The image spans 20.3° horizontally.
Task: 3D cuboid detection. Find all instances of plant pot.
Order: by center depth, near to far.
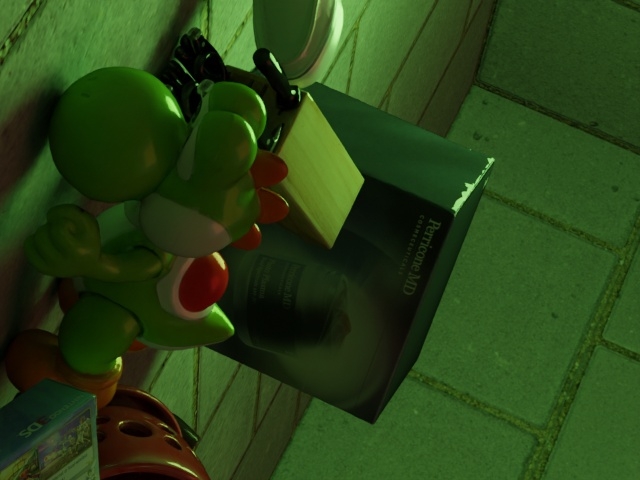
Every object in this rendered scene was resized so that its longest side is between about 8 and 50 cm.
[{"bbox_3d":[-0.204,0.247,1.722,0.191,0.191,0.174,-69,-153,19],"label":"plant pot"}]

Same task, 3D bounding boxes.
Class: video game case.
[{"bbox_3d":[-0.279,0.277,1.437,0.269,0.061,0.244,-35,135,-48],"label":"video game case"}]

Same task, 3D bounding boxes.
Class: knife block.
[{"bbox_3d":[-0.043,-0.096,1.720,0.088,0.275,0.242,-63,-159,-13],"label":"knife block"}]

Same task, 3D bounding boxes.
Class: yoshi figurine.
[{"bbox_3d":[-0.173,-0.022,1.498,0.203,0.203,0.362,-6,147,-34],"label":"yoshi figurine"}]

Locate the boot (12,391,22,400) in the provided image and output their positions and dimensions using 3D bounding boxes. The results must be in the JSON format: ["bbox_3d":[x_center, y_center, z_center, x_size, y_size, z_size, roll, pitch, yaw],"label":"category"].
[{"bbox_3d":[-0.307,0.276,1.569,0.207,0.090,0.248,-51,159,-54],"label":"boot"}]

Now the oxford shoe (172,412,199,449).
[{"bbox_3d":[-0.210,0.313,2.250,0.271,0.098,0.097,104,13,-49],"label":"oxford shoe"}]

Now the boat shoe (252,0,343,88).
[{"bbox_3d":[-0.030,-0.277,1.702,0.084,0.095,0.258,16,74,-68],"label":"boat shoe"}]

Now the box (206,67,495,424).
[{"bbox_3d":[0.000,0.000,2.028,0.183,0.294,0.296,-52,163,-59],"label":"box"}]
